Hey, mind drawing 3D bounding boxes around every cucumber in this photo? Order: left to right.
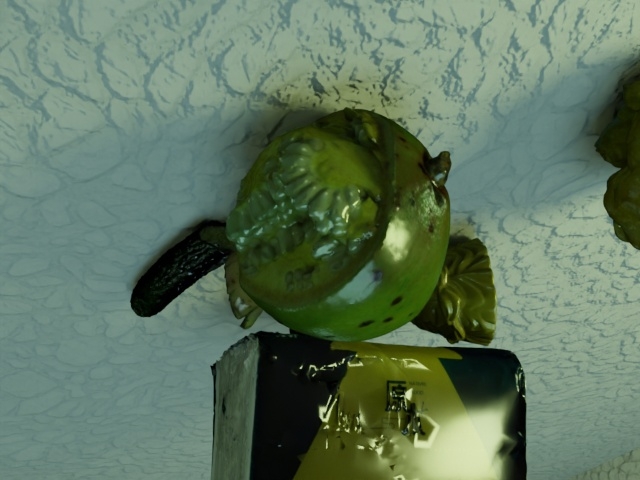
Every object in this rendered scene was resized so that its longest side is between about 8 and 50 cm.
[{"bbox_3d":[-0.211,0.049,0.885,0.245,0.067,0.067,-34,139,32],"label":"cucumber"}]

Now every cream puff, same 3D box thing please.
[{"bbox_3d":[0.449,-0.110,0.769,0.281,0.185,0.282,-26,129,-37],"label":"cream puff"}]

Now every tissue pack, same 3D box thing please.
[{"bbox_3d":[0.059,0.282,0.876,0.416,0.264,0.253,8,161,-19],"label":"tissue pack"}]

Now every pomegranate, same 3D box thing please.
[{"bbox_3d":[0.000,0.000,0.709,0.260,0.261,0.340,21,140,-37],"label":"pomegranate"}]

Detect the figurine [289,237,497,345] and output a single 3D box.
[{"bbox_3d":[0.098,0.089,0.966,0.315,0.187,0.168,-4,124,4],"label":"figurine"}]
